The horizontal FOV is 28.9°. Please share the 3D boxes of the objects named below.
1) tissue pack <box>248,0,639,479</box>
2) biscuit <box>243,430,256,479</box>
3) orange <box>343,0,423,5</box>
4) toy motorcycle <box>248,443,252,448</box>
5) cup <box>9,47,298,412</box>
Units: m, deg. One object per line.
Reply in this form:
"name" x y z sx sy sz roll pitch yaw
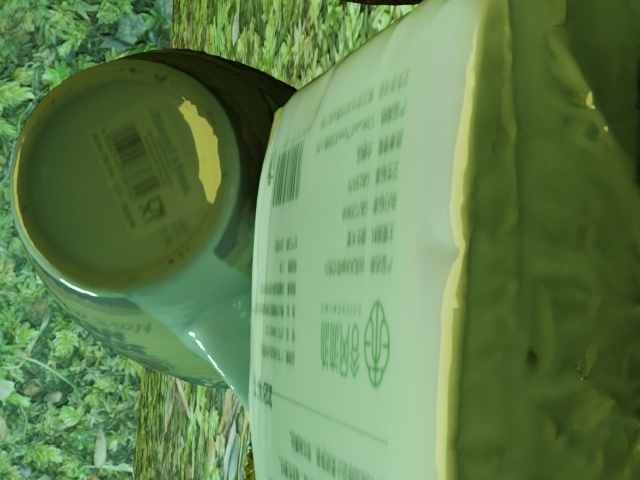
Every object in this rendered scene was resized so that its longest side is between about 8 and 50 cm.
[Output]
"tissue pack" 0.085 0.040 0.546 0.356 0.194 0.266 177 96 -77
"biscuit" -0.043 0.287 1.308 0.318 0.040 0.318 -177 90 -77
"orange" 0.062 -0.241 0.777 0.237 0.158 0.179 163 117 -79
"toy motorcycle" 0.000 0.179 1.023 0.315 0.113 0.169 -99 16 -47
"cup" -0.070 0.017 0.800 0.301 0.227 0.257 59 -171 11
